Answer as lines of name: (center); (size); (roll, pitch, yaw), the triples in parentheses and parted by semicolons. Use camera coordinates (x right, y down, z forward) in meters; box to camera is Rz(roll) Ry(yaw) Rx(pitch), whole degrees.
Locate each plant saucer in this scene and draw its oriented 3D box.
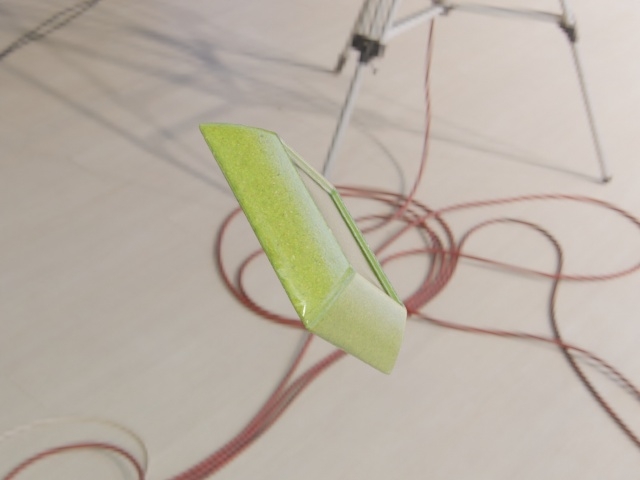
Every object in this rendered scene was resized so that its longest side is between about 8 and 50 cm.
plant saucer: (0.000, 0.000, 0.860); (0.045, 0.188, 0.188); (-33, 65, 9)
